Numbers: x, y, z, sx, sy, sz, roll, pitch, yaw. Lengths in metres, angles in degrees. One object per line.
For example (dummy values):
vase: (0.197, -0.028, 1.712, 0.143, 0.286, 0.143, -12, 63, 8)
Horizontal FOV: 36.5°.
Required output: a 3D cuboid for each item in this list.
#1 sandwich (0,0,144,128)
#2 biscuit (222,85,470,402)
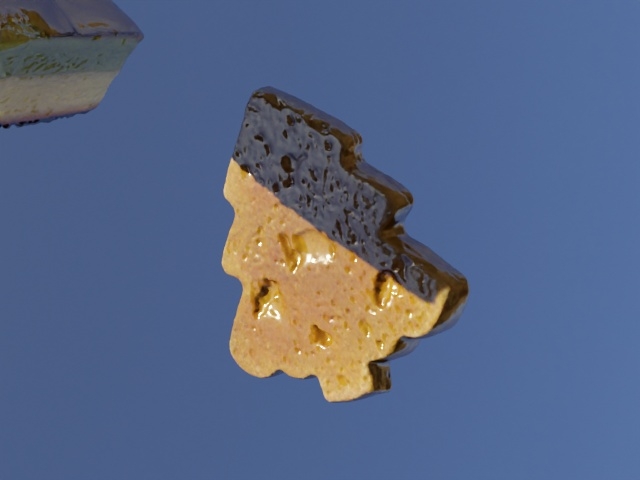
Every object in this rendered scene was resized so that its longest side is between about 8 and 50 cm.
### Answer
sandwich: (-0.283, -0.188, 0.789, 0.186, 0.108, 0.220, 44, -154, 8)
biscuit: (0.001, 0.000, 0.892, 0.043, 0.278, 0.302, -16, -89, -50)
